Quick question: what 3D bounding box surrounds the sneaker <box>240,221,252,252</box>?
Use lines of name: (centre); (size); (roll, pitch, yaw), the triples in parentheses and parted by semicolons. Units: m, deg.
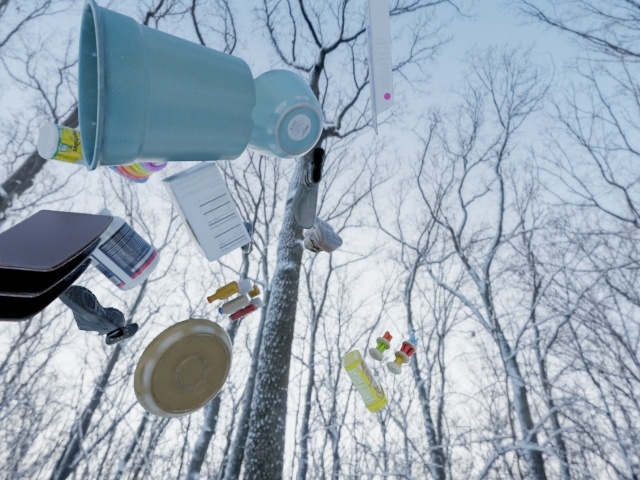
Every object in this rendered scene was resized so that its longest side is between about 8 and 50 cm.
sneaker: (-0.341, -0.019, 1.660); (0.130, 0.227, 0.087); (8, -66, -16)

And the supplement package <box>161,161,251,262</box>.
supplement package: (-0.321, -0.083, 1.155); (0.134, 0.139, 0.244); (-30, -67, -22)

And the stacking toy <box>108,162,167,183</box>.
stacking toy: (-0.567, -0.284, 1.365); (0.302, 0.165, 0.175); (9, -20, 40)

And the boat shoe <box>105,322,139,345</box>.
boat shoe: (-0.727, 0.339, 1.509); (0.049, 0.133, 0.042); (34, -58, 19)

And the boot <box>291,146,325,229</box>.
boot: (-0.037, -0.170, 1.335); (0.084, 0.246, 0.161); (6, -11, -12)

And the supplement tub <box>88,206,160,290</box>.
supplement tub: (-0.741, 0.033, 1.486); (0.191, 0.191, 0.272); (-25, -63, 27)

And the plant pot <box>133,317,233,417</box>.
plant pot: (-0.295, 0.294, 0.926); (0.032, 0.236, 0.236); (16, -31, 45)

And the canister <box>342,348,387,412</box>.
canister: (0.143, 0.455, 1.343); (0.073, 0.126, 0.170); (-31, -86, 3)

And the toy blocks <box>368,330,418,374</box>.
toy blocks: (0.241, 0.339, 1.317); (0.123, 0.148, 0.054); (35, -41, 18)

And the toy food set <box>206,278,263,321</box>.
toy food set: (-0.272, 0.200, 1.350); (0.105, 0.111, 0.232); (-26, -9, 5)

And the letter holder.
letter holder: (-0.651, 0.052, 1.001); (0.215, 0.302, 0.152); (3, -65, -2)

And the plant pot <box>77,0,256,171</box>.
plant pot: (-0.351, -0.324, 0.944); (0.334, 0.341, 0.341); (-4, -36, -35)

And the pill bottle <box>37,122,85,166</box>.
pill bottle: (-0.824, -0.315, 1.396); (0.118, 0.117, 0.208); (-28, -19, 29)

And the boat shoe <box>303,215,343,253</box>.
boat shoe: (0.000, 0.000, 1.554); (0.123, 0.324, 0.116); (34, -82, -11)

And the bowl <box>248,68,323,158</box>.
bowl: (-0.114, -0.405, 1.404); (0.312, 0.163, 0.311); (-22, -46, -24)

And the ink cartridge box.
ink cartridge box: (0.176, -0.521, 1.234); (0.069, 0.175, 0.370); (-4, -64, 4)

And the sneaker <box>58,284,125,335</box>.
sneaker: (-0.863, 0.274, 1.514); (0.130, 0.109, 0.286); (-27, -48, 5)
